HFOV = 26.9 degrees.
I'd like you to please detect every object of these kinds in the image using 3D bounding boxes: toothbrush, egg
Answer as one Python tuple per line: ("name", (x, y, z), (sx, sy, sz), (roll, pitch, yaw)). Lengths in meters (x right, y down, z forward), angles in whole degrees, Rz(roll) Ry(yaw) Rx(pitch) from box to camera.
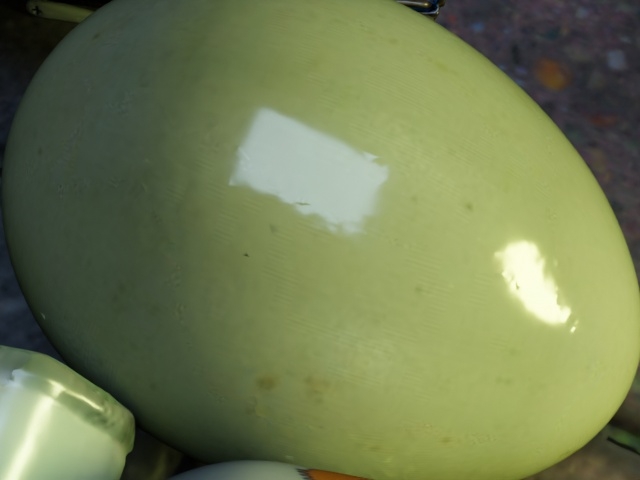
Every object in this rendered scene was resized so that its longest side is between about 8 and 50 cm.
("toothbrush", (-0.082, -0.106, 0.662), (0.131, 0.011, 0.013), (10, 41, 4))
("egg", (0.000, 0.000, 0.509), (0.253, 0.188, 0.189), (23, 64, 10))

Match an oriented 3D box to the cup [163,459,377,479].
("cup", (0.068, 0.189, 0.401), (0.317, 0.212, 0.212), (11, 63, 4))

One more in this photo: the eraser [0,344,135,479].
("eraser", (-0.184, 0.176, 0.432), (0.189, 0.104, 0.290), (-2, 58, 32))

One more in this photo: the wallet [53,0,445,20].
("wallet", (-0.062, -0.122, 0.608), (0.230, 0.124, 0.042), (8, 95, -5))
